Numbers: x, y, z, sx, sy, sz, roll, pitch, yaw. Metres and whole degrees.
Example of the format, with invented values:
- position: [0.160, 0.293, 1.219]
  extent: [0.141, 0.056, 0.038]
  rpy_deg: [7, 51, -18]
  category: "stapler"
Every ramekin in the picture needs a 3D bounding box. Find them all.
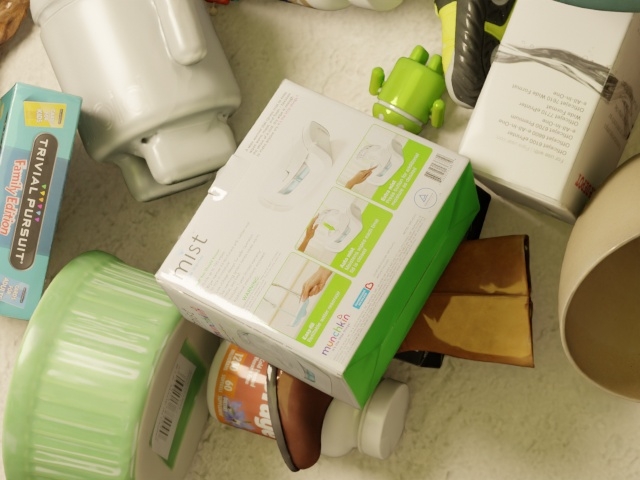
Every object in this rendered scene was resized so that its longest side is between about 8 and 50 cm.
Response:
- position: [-0.228, 0.174, 1.602]
  extent: [0.148, 0.303, 0.303]
  rpy_deg: [13, 88, 13]
  category: "ramekin"

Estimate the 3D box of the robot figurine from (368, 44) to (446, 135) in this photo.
- position: [0.105, -0.171, 1.645]
  extent: [0.101, 0.067, 0.115]
  rpy_deg: [30, 94, 15]
  category: "robot figurine"

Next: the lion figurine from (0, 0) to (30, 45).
- position: [-0.489, -0.231, 1.831]
  extent: [0.240, 0.142, 0.392]
  rpy_deg: [10, 97, 17]
  category: "lion figurine"

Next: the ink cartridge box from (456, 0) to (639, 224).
- position: [0.278, -0.184, 1.505]
  extent: [0.129, 0.223, 0.307]
  rpy_deg: [22, 91, 20]
  category: "ink cartridge box"

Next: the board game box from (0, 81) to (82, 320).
- position: [-0.368, -0.044, 1.663]
  extent: [0.079, 0.336, 0.254]
  rpy_deg: [12, 88, -18]
  category: "board game box"

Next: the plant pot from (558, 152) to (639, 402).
- position: [0.379, 0.009, 1.449]
  extent: [0.284, 0.284, 0.191]
  rpy_deg: [-19, 42, 16]
  category: "plant pot"

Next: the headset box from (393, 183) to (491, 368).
- position: [0.024, 0.005, 1.628]
  extent: [0.293, 0.110, 0.218]
  rpy_deg: [15, 88, 19]
  category: "headset box"

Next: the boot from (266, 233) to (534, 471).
- position: [0.090, 0.122, 1.498]
  extent: [0.280, 0.096, 0.264]
  rpy_deg: [1, 70, 13]
  category: "boot"

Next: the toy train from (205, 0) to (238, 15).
- position: [-0.173, -0.362, 1.774]
  extent: [0.166, 0.046, 0.125]
  rpy_deg: [17, 89, 19]
  category: "toy train"

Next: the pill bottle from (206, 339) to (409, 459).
- position: [-0.013, 0.180, 1.614]
  extent: [0.216, 0.121, 0.121]
  rpy_deg: [14, 88, 20]
  category: "pill bottle"

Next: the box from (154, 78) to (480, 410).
- position: [0.000, 0.000, 1.440]
  extent: [0.231, 0.127, 0.262]
  rpy_deg: [24, 73, 21]
  category: "box"

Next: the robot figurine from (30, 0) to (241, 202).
- position: [-0.223, -0.230, 1.678]
  extent: [0.300, 0.199, 0.353]
  rpy_deg: [-29, 83, 52]
  category: "robot figurine"

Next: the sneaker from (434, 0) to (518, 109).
- position: [0.183, -0.342, 1.624]
  extent: [0.147, 0.145, 0.385]
  rpy_deg: [1, 86, 50]
  category: "sneaker"

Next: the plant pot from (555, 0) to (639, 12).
- position: [0.288, -0.323, 1.277]
  extent: [0.195, 0.290, 0.290]
  rpy_deg: [37, 97, -15]
  category: "plant pot"

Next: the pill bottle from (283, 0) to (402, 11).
- position: [-0.020, -0.354, 1.636]
  extent: [0.264, 0.153, 0.153]
  rpy_deg: [19, 90, 35]
  category: "pill bottle"
